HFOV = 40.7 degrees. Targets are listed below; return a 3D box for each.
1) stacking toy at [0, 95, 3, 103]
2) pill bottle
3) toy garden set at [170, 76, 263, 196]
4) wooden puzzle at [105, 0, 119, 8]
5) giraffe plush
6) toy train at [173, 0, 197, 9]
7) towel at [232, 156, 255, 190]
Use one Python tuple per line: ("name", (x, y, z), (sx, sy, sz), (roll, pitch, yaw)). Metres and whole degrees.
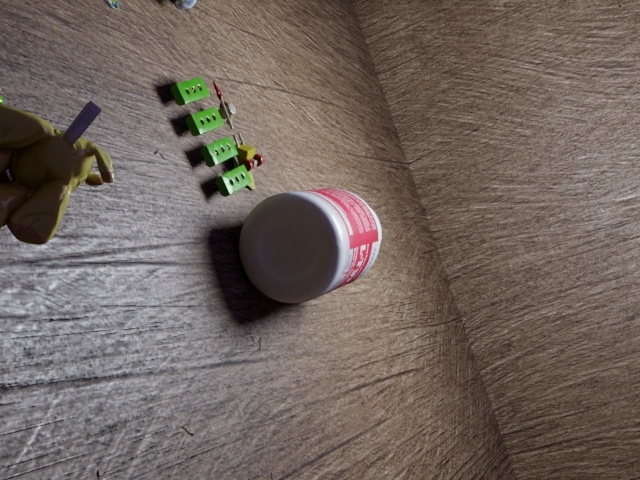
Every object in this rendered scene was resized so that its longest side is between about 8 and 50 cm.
("stacking toy", (-0.508, -0.259, 1.114), (0.167, 0.052, 0.221), (-9, 80, -68))
("pill bottle", (0.000, 0.000, 1.911), (0.229, 0.229, 0.407), (70, 20, 2))
("toy garden set", (-0.219, -0.223, 1.824), (0.244, 0.049, 0.204), (65, 26, -8))
("wooden puzzle", (-0.410, -0.475, 1.645), (0.083, 0.006, 0.049), (43, 32, -51))
("giraffe plush", (-0.376, -0.097, 1.161), (0.181, 0.210, 0.170), (55, -12, -6))
("toy train", (-0.284, -0.671, 1.899), (0.142, 0.190, 0.334), (32, 41, -59))
("towel", (-0.173, -0.151, 1.935), (0.083, 0.009, 0.060), (35, 39, -56))
